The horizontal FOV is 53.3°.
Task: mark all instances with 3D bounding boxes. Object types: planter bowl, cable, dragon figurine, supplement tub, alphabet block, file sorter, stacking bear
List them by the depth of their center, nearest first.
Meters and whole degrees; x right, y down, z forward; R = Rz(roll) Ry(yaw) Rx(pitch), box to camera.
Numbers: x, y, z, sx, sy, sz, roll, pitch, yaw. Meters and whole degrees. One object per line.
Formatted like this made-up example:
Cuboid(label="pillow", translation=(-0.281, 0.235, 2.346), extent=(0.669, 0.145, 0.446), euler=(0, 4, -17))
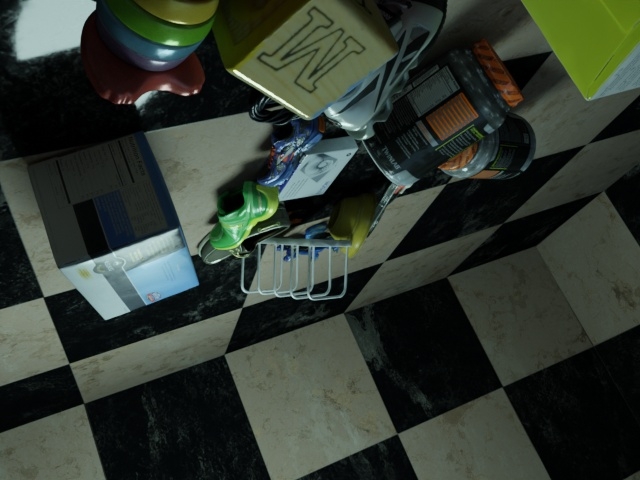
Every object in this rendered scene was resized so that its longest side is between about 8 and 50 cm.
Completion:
Cuboid(label="stacking bear", translation=(-0.193, -0.332, 0.821), extent=(0.175, 0.164, 0.289), euler=(-21, 168, -42))
Cuboid(label="alphabet block", translation=(-0.033, -0.332, 0.959), extent=(0.193, 0.192, 0.197), euler=(-35, 150, 24))
Cuboid(label="cable", translation=(-0.059, -0.281, 1.284), extent=(0.184, 0.047, 0.150), euler=(-20, 176, 7))
Cuboid(label="supplement tub", translation=(0.271, -0.290, 1.451), extent=(0.338, 0.207, 0.207), euler=(-33, 159, 23))
Cuboid(label="supplement tub", translation=(0.432, -0.264, 1.736), extent=(0.316, 0.193, 0.193), euler=(-4, 152, -46))
Cuboid(label="file sorter", translation=(-0.076, 0.077, 1.874), extent=(0.278, 0.173, 0.193), euler=(2, -179, 38))
Cuboid(label="cable", translation=(0.209, -0.118, 1.886), extent=(0.287, 0.072, 0.139), euler=(-62, 175, 13))
Cuboid(label="planter bowl", translation=(0.082, -0.062, 1.935), extent=(0.090, 0.217, 0.217), euler=(20, 145, -14))
Cuboid(label="dragon figurine", translation=(0.000, 0.000, 2.078), extent=(0.289, 0.085, 0.144), euler=(-24, 161, 3))

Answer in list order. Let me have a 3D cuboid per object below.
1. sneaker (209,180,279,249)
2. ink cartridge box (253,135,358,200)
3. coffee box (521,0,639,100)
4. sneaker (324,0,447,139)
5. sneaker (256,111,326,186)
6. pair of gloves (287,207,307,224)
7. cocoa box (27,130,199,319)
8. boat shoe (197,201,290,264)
Cuboid(label="sneaker", translation=(-0.217, -0.075, 1.633), extent=(0.123, 0.109, 0.295), euler=(21, 142, -27))
Cuboid(label="ink cartridge box", translation=(-0.045, -0.176, 1.619), extent=(0.224, 0.045, 0.223), euler=(-12, 157, -32))
Cuboid(label="coffee box", translation=(0.572, -0.497, 1.064), extent=(0.334, 0.337, 0.338), euler=(-18, 160, -18))
Cuboid(label="sneaker", translation=(0.101, -0.345, 1.083), extent=(0.146, 0.122, 0.330), euler=(24, 93, -47))
Cuboid(label="sneaker", translation=(-0.083, -0.211, 1.438), extent=(0.087, 0.083, 0.221), euler=(25, 124, -28))
Cuboid(label="pair of gloves", translation=(-0.080, -0.070, 1.910), extent=(0.074, 0.010, 0.083), euler=(-11, 154, -30))
Cuboid(label="cocoa box", translation=(-0.406, -0.018, 1.314), extent=(0.228, 0.231, 0.347), euler=(-21, 161, -12))
Cuboid(label="boat shoe", translation=(-0.216, -0.008, 1.785), extent=(0.305, 0.091, 0.109), euler=(-32, 159, 20))
